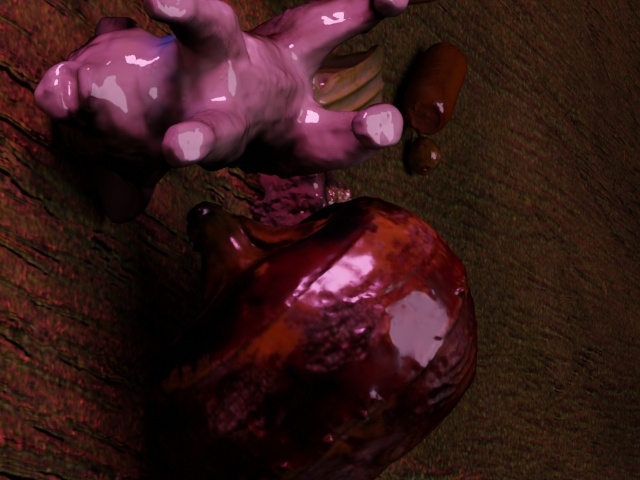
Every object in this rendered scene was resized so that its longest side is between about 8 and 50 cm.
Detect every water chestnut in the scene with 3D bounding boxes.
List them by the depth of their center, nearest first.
[{"bbox_3d":[-0.029,0.090,1.540,0.302,0.350,0.350,50,32,-8],"label":"water chestnut"}]

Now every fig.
[{"bbox_3d":[0.142,-0.132,2.280,0.050,0.050,0.083,48,24,-55],"label":"fig"}]

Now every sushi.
[{"bbox_3d":[0.006,-0.005,1.860,0.161,0.107,0.241,-52,132,-63],"label":"sushi"}]

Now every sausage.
[{"bbox_3d":[0.165,-0.221,2.306,0.197,0.076,0.076,-64,142,-52],"label":"sausage"}]

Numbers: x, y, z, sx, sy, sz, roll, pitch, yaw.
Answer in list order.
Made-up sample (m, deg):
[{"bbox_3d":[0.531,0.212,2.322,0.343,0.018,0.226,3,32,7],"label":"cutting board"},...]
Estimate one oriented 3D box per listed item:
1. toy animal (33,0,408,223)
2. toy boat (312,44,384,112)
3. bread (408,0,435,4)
[{"bbox_3d":[-0.115,-0.125,1.476,0.344,0.302,0.194,-5,85,-43],"label":"toy animal"},{"bbox_3d":[-0.007,-0.167,1.847,0.276,0.111,0.084,-33,121,-65],"label":"toy boat"},{"bbox_3d":[0.121,-0.441,2.171,0.107,0.136,0.241,-43,125,-64],"label":"bread"}]
